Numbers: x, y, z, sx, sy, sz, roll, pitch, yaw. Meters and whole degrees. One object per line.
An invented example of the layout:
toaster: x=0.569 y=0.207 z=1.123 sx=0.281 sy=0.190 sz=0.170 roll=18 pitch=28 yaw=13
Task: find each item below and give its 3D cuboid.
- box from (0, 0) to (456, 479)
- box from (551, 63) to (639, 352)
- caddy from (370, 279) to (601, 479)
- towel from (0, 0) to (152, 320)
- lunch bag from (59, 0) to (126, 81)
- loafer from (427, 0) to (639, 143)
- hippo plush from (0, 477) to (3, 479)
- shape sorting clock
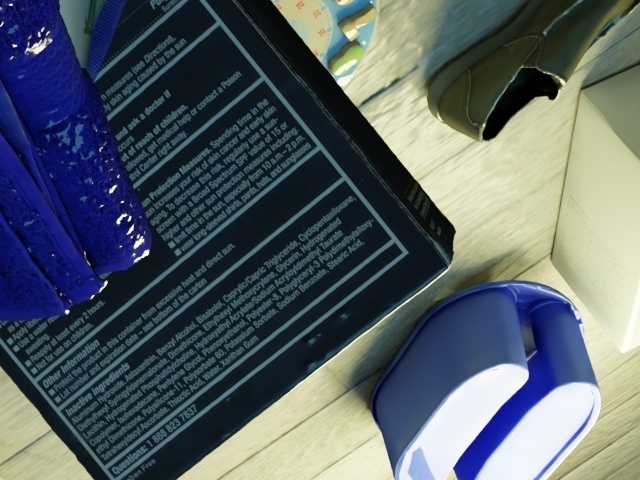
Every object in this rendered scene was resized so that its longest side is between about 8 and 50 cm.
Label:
box: x=-0.105 y=-0.022 z=0.859 sx=0.296 sy=0.294 sz=0.183 roll=-38 pitch=-177 yaw=11
box: x=0.427 y=-0.053 z=1.428 sx=0.215 sy=0.168 sz=0.345 roll=-24 pitch=147 yaw=-13
caddy: x=0.215 y=0.201 z=1.574 sx=0.241 sy=0.179 sz=0.341 roll=16 pitch=127 yaw=-23
towel: x=-0.208 y=-0.070 z=0.450 sx=0.228 sy=0.076 sz=0.308 roll=-1 pitch=144 yaw=7
lunch bag: x=-0.284 y=-0.222 z=0.521 sx=0.385 sy=0.239 sz=0.328 roll=7 pitch=141 yaw=-1
loafer: x=0.226 y=-0.181 z=1.162 sx=0.251 sy=0.087 sz=0.094 roll=-39 pitch=147 yaw=9
hippo plush: x=-0.404 y=0.316 z=1.214 sx=0.294 sy=0.234 sz=0.236 roll=-31 pitch=-179 yaw=23
shape sorting clock: x=-0.036 y=-0.163 z=1.004 sx=0.206 sy=0.040 sz=0.206 roll=-23 pitch=146 yaw=-16
